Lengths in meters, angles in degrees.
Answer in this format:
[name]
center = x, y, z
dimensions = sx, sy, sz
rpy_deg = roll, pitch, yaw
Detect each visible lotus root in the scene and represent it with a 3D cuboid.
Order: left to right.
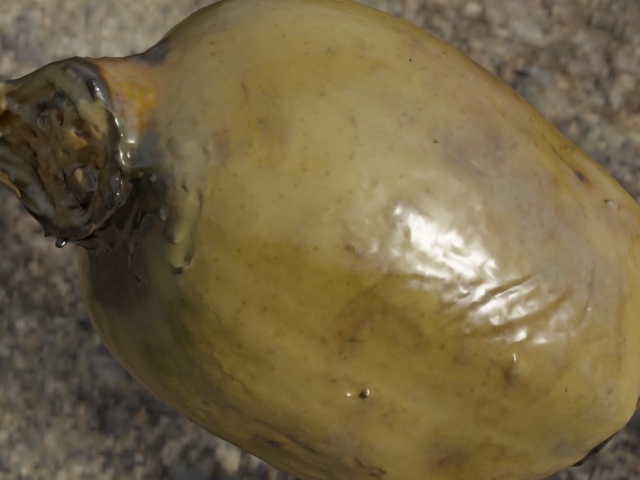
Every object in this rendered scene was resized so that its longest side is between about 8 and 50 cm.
[lotus root]
center = 0.000, 0.000, 0.521
dimensions = 0.221, 0.118, 0.125
rpy_deg = 27, 79, -20
